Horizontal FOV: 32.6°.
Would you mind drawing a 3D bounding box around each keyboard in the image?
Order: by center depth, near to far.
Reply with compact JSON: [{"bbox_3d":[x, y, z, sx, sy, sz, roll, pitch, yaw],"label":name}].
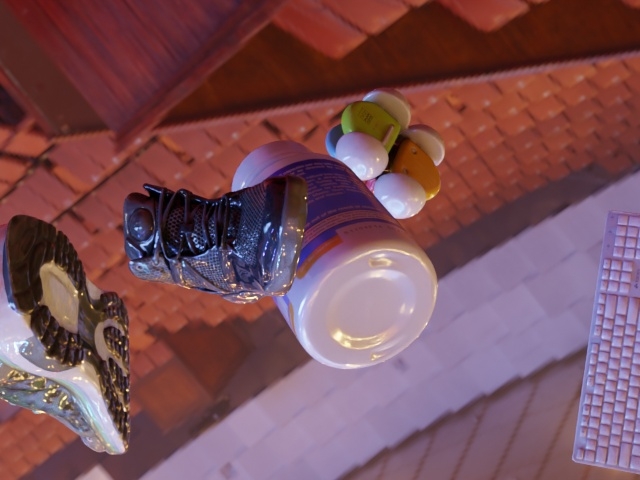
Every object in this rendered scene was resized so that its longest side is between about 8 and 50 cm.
[{"bbox_3d":[0.305,0.098,1.088,0.072,0.256,0.014,7,173,25],"label":"keyboard"}]

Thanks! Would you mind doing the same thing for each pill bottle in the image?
[{"bbox_3d":[0.000,0.000,1.156,0.152,0.152,0.272,-38,-142,2],"label":"pill bottle"}]

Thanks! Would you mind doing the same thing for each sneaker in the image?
[{"bbox_3d":[-0.086,-0.004,0.857,0.227,0.130,0.087,153,-54,-69],"label":"sneaker"},{"bbox_3d":[-0.303,0.108,1.096,0.182,0.158,0.410,-6,149,6],"label":"sneaker"}]

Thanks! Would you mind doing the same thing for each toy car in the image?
[{"bbox_3d":[0.082,-0.116,1.574,0.136,0.182,0.159,-26,-153,44],"label":"toy car"}]
